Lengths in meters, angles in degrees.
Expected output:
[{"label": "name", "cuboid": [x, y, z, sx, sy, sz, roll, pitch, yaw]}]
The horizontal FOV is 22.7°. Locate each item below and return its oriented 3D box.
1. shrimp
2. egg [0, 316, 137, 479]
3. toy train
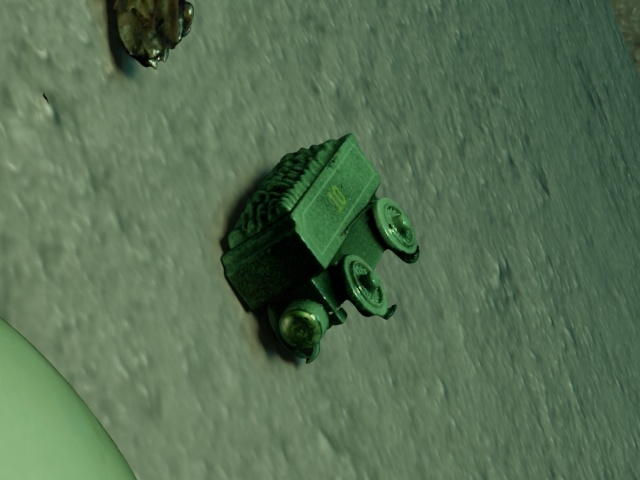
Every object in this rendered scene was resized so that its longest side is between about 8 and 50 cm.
[{"label": "shrimp", "cuboid": [-0.123, -0.197, 0.860, 0.152, 0.046, 0.219, 35, 33, -54]}, {"label": "egg", "cuboid": [-0.127, 0.089, 0.391, 0.231, 0.168, 0.168, 50, 26, -45]}, {"label": "toy train", "cuboid": [0.000, 0.000, 0.922, 0.099, 0.070, 0.172, 54, 24, -10]}]
